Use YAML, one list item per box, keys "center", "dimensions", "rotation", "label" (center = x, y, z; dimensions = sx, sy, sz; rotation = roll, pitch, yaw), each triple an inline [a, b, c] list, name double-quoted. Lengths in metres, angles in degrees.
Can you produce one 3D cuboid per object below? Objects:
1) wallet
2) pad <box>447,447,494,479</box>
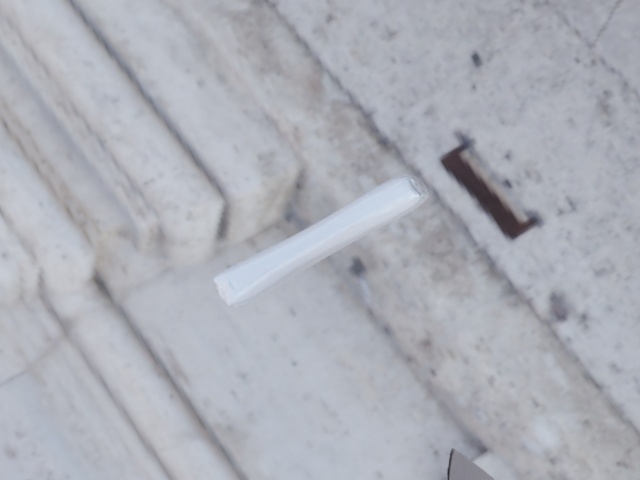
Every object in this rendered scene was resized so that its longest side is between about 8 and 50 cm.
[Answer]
- center: [0.000, 0.000, 1.094]
  dimensions: [0.033, 0.190, 0.095]
  rotation: [61, -171, 4]
  label: "wallet"
- center: [0.094, 0.225, 0.815]
  dimensions: [0.267, 0.004, 0.181]
  rotation: [45, -136, -71]
  label: "pad"
